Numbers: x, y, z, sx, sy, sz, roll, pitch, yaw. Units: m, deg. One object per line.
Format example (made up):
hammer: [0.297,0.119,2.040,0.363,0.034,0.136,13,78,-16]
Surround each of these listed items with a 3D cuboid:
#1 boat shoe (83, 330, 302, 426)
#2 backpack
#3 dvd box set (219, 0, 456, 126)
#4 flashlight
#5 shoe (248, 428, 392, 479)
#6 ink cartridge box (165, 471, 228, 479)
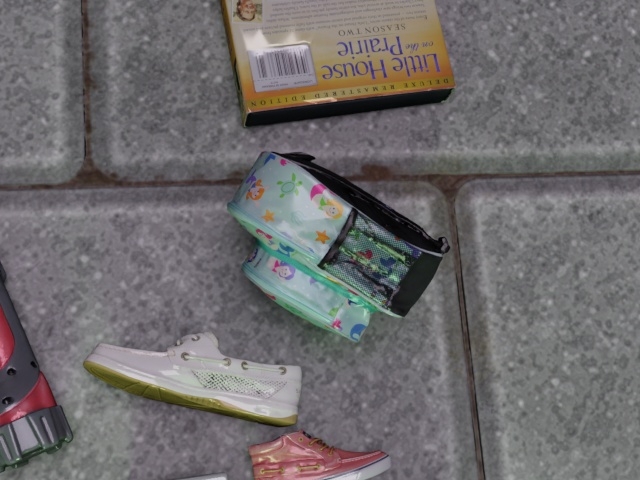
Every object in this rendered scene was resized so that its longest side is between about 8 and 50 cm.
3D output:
boat shoe: [-0.156,0.161,1.348,0.277,0.098,0.096,16,73,-14]
backpack: [0.000,0.000,1.341,0.254,0.225,0.191,38,89,-9]
dvd box set: [0.002,-0.383,1.535,0.308,0.062,0.420,-9,77,-12]
flashlight: [-0.408,0.128,1.310,0.103,0.103,0.304,-25,82,-12]
shoe: [-0.001,0.275,1.355,0.178,0.063,0.081,-14,83,-8]
ink cartridge box: [-0.213,0.434,1.282,0.239,0.060,0.275,-6,76,-12]
